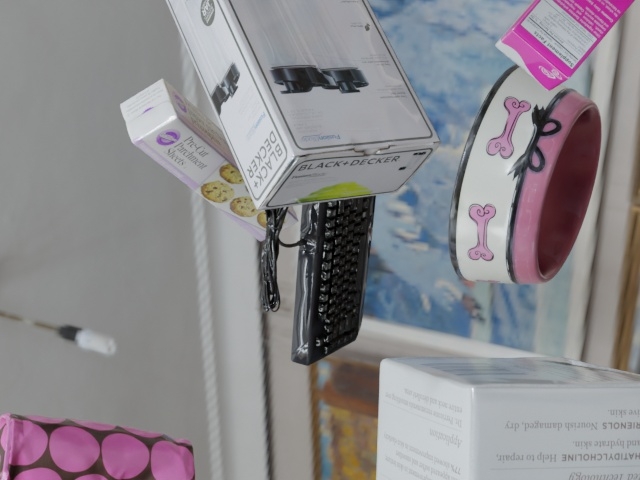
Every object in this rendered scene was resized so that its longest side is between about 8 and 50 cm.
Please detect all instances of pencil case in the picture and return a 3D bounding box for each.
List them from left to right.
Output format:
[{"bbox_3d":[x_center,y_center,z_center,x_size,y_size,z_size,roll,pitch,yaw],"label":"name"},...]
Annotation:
[{"bbox_3d":[-0.230,0.234,1.152,0.209,0.095,0.098,17,-66,-27],"label":"pencil case"}]

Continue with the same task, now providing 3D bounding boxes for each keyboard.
[{"bbox_3d":[0.000,0.000,1.337,0.201,0.033,0.317,-18,-59,-44],"label":"keyboard"}]

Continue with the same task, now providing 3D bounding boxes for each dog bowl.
[{"bbox_3d":[0.380,-0.103,2.069,0.408,0.150,0.408,-43,-38,-46],"label":"dog bowl"}]

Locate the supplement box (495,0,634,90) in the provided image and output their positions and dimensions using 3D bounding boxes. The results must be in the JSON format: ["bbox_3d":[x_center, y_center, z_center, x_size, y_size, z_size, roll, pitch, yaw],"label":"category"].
[{"bbox_3d":[0.370,-0.339,1.660,0.220,0.114,0.111,-49,2,-3],"label":"supplement box"}]

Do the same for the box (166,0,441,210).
[{"bbox_3d":[-0.028,-0.177,1.079,0.169,0.290,0.087,-10,-26,-35],"label":"box"}]

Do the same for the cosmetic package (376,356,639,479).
[{"bbox_3d":[0.282,0.377,1.640,0.329,0.327,0.393,-175,87,-71],"label":"cosmetic package"}]

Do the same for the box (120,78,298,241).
[{"bbox_3d":[-0.129,-0.090,1.429,0.324,0.067,0.063,42,-158,-58],"label":"box"}]
